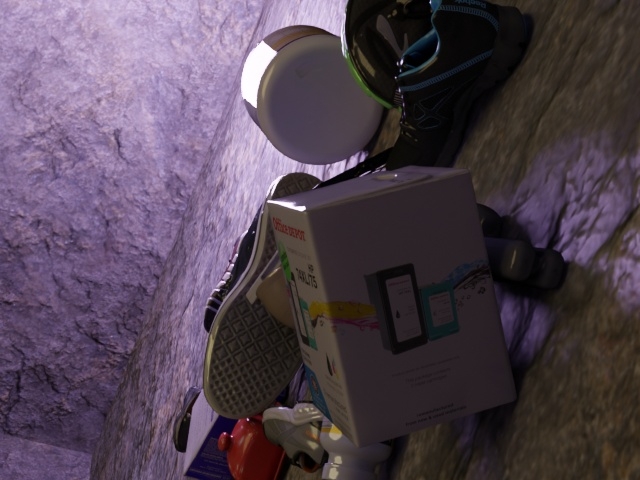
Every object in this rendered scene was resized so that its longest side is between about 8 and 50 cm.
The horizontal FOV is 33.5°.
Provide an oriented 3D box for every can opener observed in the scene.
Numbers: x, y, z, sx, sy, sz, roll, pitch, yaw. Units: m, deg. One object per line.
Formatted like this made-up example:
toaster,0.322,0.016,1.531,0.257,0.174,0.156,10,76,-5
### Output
can opener,0.204,-0.002,1.287,0.283,0.076,0.095,-171,97,-73

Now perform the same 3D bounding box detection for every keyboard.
keyboard,0.072,-0.107,1.732,0.038,0.192,0.100,60,160,3

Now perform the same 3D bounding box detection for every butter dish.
butter dish,-0.130,0.380,1.950,0.160,0.118,0.160,-135,62,-73

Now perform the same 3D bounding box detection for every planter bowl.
planter bowl,-0.014,0.096,1.806,0.109,0.162,0.162,58,144,17

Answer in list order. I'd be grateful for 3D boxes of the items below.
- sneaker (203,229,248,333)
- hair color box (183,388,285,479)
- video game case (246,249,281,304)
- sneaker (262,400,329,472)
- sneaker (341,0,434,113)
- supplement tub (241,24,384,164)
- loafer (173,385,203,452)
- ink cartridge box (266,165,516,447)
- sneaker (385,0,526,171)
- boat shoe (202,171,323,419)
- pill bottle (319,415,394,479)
sneaker,-0.190,0.090,2.519,0.281,0.106,0.162,-62,11,5
hair color box,-0.173,0.330,2.171,0.185,0.110,0.338,-88,20,-46
video game case,0.000,0.000,1.818,0.025,0.204,0.285,55,143,13
sneaker,-0.033,0.322,1.725,0.271,0.100,0.108,148,131,-67
sneaker,0.159,-0.430,1.685,0.202,0.185,0.482,141,142,-70
supplement tub,-0.025,-0.291,2.059,0.331,0.241,0.241,-124,53,-70
loafer,-0.325,0.446,2.657,0.061,0.062,0.170,-21,55,65
ink cartridge box,0.077,0.063,1.235,0.198,0.197,0.270,-161,57,-74
sneaker,0.159,-0.216,1.543,0.125,0.140,0.340,-93,24,-46
boat shoe,-0.099,0.108,2.029,0.156,0.187,0.500,129,158,-65
pill bottle,0.056,0.248,1.479,0.103,0.103,0.184,150,134,-68
